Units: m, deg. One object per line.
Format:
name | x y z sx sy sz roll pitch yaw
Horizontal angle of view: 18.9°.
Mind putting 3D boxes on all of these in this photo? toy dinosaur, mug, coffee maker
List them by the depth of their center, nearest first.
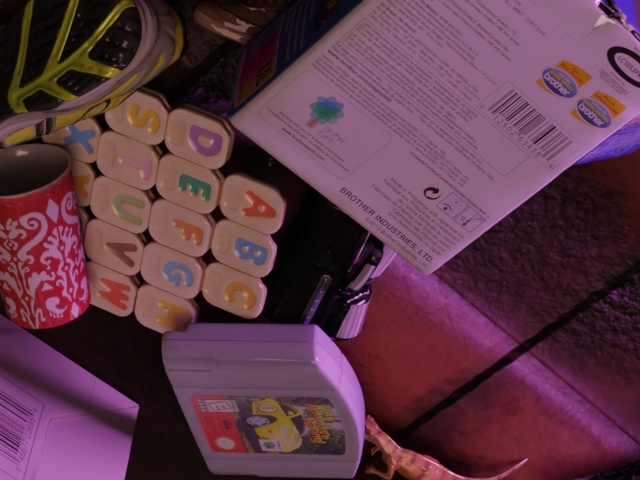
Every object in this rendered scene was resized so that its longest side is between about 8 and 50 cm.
mug | -0.306 -0.010 2.029 0.113 0.150 0.169 -17 121 -14
coffee maker | 0.000 0.000 2.037 0.171 0.120 0.178 34 122 7
toy dinosaur | 0.124 0.274 2.245 0.212 0.064 0.112 23 122 -14

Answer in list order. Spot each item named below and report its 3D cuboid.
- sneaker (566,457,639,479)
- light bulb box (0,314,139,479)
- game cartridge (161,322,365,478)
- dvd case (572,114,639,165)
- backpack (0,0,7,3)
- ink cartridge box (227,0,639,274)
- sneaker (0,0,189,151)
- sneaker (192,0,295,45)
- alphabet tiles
sneaker | 0.383 0.282 2.229 0.272 0.100 0.108 -5 111 2
light bulb box | -0.412 0.339 2.135 0.225 0.358 0.361 36 118 -19
game cartridge | -0.051 0.184 2.126 0.196 0.060 0.294 -3 147 9
dvd case | 0.361 -0.159 1.869 0.253 0.180 0.022 -39 77 26
backpack | -0.273 -0.370 1.724 0.263 0.213 0.276 -36 116 15
ink cartridge box | 0.147 -0.184 1.779 0.270 0.151 0.395 38 123 -23
sneaker | -0.296 -0.149 1.910 0.385 0.147 0.145 -13 83 32
sneaker | -0.031 -0.224 1.906 0.188 0.066 0.071 14 108 -14
alphabet tiles | -0.176 -0.028 2.011 0.278 0.021 0.284 22 126 11
